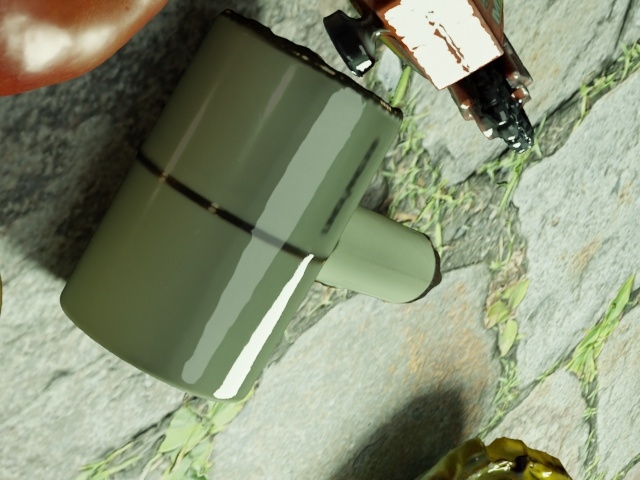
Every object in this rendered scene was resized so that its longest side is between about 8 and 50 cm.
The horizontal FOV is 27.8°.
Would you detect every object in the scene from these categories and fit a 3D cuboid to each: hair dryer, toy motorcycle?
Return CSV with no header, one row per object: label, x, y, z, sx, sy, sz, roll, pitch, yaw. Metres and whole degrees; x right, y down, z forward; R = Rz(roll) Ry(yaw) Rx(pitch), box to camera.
hair dryer,0.000,0.000,0.859,0.203,0.128,0.362,-60,153,4
toy motorcycle,0.046,-0.164,0.742,0.089,0.171,0.298,-24,144,17

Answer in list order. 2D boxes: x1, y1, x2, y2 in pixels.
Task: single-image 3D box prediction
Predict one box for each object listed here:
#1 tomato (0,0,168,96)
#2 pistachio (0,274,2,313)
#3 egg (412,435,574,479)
tomato,-0.136,-0.155,0.541,0.195,0.136,0.195,-33,139,-34
pistachio,-0.227,0.053,0.615,0.165,0.130,0.210,-79,-172,-71
egg,0.124,0.315,1.205,0.264,0.174,0.286,-41,118,-22
